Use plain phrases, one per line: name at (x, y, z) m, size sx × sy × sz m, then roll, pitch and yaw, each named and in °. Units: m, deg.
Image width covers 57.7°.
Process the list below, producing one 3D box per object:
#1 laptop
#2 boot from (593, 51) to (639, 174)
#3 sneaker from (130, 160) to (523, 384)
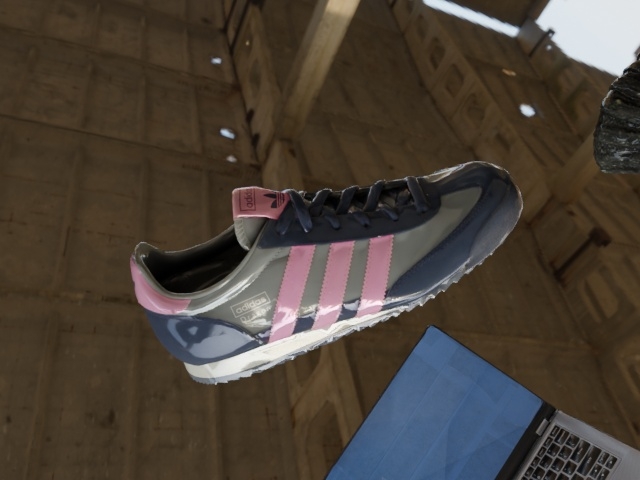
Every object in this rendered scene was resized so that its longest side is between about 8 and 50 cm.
laptop at (0.252, 0.394, 0.916) m, size 0.236 × 0.382 × 0.408 m, roll 39°, pitch 172°, yaw -20°
boot at (0.302, -0.044, 0.389) m, size 0.348 × 0.131 × 0.260 m, roll -29°, pitch -132°, yaw -36°
sneaker at (0.000, 0.000, 0.457) m, size 0.131 × 0.319 × 0.112 m, roll 59°, pitch -174°, yaw -30°
